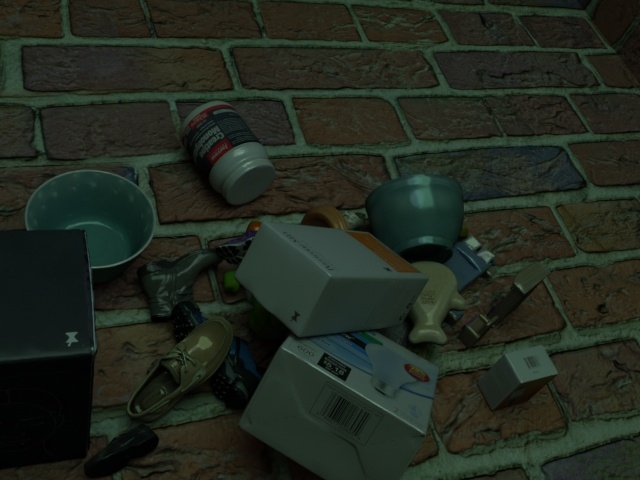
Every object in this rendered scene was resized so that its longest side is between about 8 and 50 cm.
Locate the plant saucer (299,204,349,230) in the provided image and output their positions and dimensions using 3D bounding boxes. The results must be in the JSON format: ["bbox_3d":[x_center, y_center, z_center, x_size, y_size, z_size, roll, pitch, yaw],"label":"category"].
[{"bbox_3d":[0.000,0.000,2.009,0.037,0.200,0.200,-3,53,-44],"label":"plant saucer"}]

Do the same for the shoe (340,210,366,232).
[{"bbox_3d":[0.082,-0.063,2.099,0.076,0.058,0.219,33,9,19],"label":"shoe"}]

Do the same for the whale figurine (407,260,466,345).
[{"bbox_3d":[0.294,0.188,2.001,0.216,0.141,0.272,1,49,3],"label":"whale figurine"}]

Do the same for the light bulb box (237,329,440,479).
[{"bbox_3d":[0.058,0.353,1.647,0.358,0.225,0.361,30,18,5],"label":"light bulb box"}]

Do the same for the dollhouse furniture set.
[{"bbox_3d":[0.448,0.091,2.099,0.286,0.198,0.303,-30,68,-35],"label":"dollhouse furniture set"}]

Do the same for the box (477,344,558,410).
[{"bbox_3d":[0.525,0.369,1.930,0.130,0.170,0.091,-9,56,-25],"label":"box"}]

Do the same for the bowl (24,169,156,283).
[{"bbox_3d":[-0.585,-0.014,1.838,0.311,0.163,0.311,10,52,-13],"label":"bowl"}]

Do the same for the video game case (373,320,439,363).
[{"bbox_3d":[0.215,0.298,1.926,0.193,0.023,0.212,36,38,-2],"label":"video game case"}]

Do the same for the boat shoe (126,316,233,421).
[{"bbox_3d":[-0.321,0.294,1.654,0.302,0.098,0.109,-44,77,-8],"label":"boat shoe"}]

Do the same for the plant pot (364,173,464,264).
[{"bbox_3d":[0.285,-0.035,2.094,0.293,0.293,0.196,3,62,-17],"label":"plant pot"}]

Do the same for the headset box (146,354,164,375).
[{"bbox_3d":[-0.373,0.320,1.741,0.083,0.032,0.062,40,52,11],"label":"headset box"}]

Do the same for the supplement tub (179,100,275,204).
[{"bbox_3d":[-0.273,-0.258,2.117,0.191,0.191,0.272,-23,64,-32],"label":"supplement tub"}]

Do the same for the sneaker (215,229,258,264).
[{"bbox_3d":[-0.197,0.012,1.886,0.068,0.170,0.071,58,33,-27],"label":"sneaker"}]

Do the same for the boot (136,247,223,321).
[{"bbox_3d":[-0.348,0.122,1.889,0.246,0.083,0.161,-16,73,-29],"label":"boot"}]

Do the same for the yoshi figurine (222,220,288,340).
[{"bbox_3d":[-0.141,0.124,1.919,0.203,0.203,0.362,49,23,-33],"label":"yoshi figurine"}]

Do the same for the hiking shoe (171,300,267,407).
[{"bbox_3d":[-0.252,0.270,1.788,0.132,0.113,0.304,-26,74,-44],"label":"hiking shoe"}]

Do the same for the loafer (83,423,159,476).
[{"bbox_3d":[-0.446,0.465,1.596,0.170,0.062,0.061,-19,40,-34],"label":"loafer"}]

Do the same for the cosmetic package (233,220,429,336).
[{"bbox_3d":[0.040,0.089,1.717,0.230,0.161,0.453,38,19,30],"label":"cosmetic package"}]

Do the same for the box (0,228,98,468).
[{"bbox_3d":[-0.699,0.235,1.406,0.480,0.472,0.297,-2,55,-21],"label":"box"}]
